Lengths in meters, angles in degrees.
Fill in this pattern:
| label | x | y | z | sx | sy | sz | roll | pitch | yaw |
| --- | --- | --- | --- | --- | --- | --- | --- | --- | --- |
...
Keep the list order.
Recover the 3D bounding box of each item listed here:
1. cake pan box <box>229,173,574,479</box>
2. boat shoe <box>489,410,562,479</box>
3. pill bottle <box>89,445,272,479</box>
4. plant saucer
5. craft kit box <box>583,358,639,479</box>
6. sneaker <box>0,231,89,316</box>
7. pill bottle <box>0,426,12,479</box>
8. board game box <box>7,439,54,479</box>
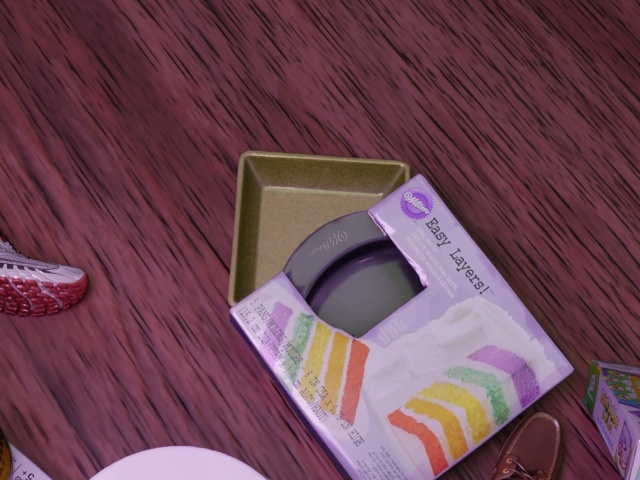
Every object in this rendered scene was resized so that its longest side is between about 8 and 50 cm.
| label | x | y | z | sx | sy | sz | roll | pitch | yaw |
| --- | --- | --- | --- | --- | --- | --- | --- | --- | --- |
| cake pan box | 0.076 | 0.099 | 1.220 | 0.246 | 0.070 | 0.267 | -34 | 81 | -11 |
| boat shoe | 0.196 | 0.244 | 1.200 | 0.064 | 0.060 | 0.178 | 26 | 65 | 9 |
| pill bottle | -0.105 | 0.302 | 0.958 | 0.229 | 0.407 | 0.229 | 2 | 64 | -3 |
| plant saucer | 0.000 | 0.000 | 1.317 | 0.188 | 0.045 | 0.188 | 4 | 64 | -2 |
| craft kit box | 0.390 | 0.190 | 1.150 | 0.250 | 0.246 | 0.061 | 10 | 104 | 1 |
| sneaker | -0.347 | 0.013 | 1.265 | 0.225 | 0.088 | 0.092 | 14 | 62 | 3 |
| pill bottle | -0.331 | 0.165 | 1.025 | 0.118 | 0.208 | 0.117 | 2 | 63 | -3 |
| board game box | -0.423 | 0.279 | 1.128 | 0.308 | 0.086 | 0.302 | 36 | 66 | 14 |
